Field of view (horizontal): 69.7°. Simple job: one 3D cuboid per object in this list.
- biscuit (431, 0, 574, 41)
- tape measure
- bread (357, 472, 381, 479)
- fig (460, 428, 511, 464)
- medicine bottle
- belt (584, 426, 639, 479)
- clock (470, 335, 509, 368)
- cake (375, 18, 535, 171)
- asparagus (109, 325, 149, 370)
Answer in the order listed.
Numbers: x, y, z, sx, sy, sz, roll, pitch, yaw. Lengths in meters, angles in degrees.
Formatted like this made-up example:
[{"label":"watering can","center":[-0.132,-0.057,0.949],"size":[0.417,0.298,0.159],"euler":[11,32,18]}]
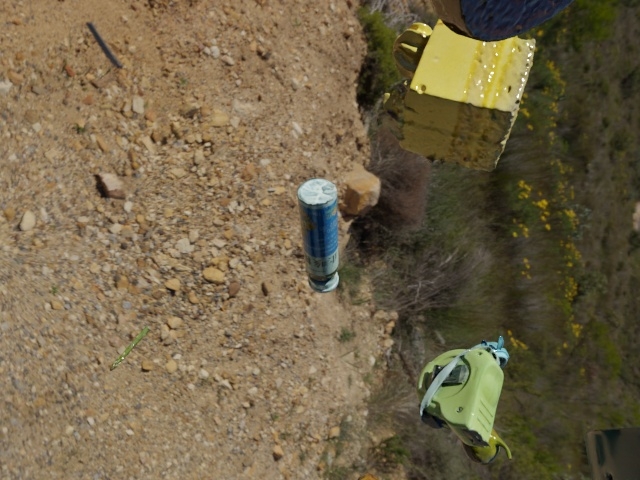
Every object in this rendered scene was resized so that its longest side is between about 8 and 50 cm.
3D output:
[{"label":"biscuit","center":[0.272,-0.391,0.448],"size":[0.394,0.070,0.350],"euler":[-33,154,0]},{"label":"tape measure","center":[0.276,0.298,0.926],"size":[0.106,0.175,0.200],"euler":[49,52,-22]},{"label":"bread","center":[0.074,0.464,0.626],"size":[0.235,0.211,0.099],"euler":[-26,128,-43]},{"label":"fig","center":[0.341,0.418,0.955],"size":[0.082,0.098,0.084],"euler":[21,52,-36]},{"label":"medicine bottle","center":[0.000,0.000,0.629],"size":[0.051,0.051,0.191],"euler":[-45,150,-29]},{"label":"belt","center":[0.552,0.343,0.634],"size":[0.436,0.301,0.173],"euler":[80,16,-61]},{"label":"clock","center":[0.415,0.291,1.151],"size":[0.108,0.147,0.045],"euler":[-7,50,-8]},{"label":"cake","center":[0.272,-0.314,0.979],"size":[0.222,0.286,0.227],"euler":[71,38,-66]},{"label":"asparagus","center":[-0.408,0.232,0.984],"size":[0.014,0.015,0.114],"euler":[34,68,13]}]
